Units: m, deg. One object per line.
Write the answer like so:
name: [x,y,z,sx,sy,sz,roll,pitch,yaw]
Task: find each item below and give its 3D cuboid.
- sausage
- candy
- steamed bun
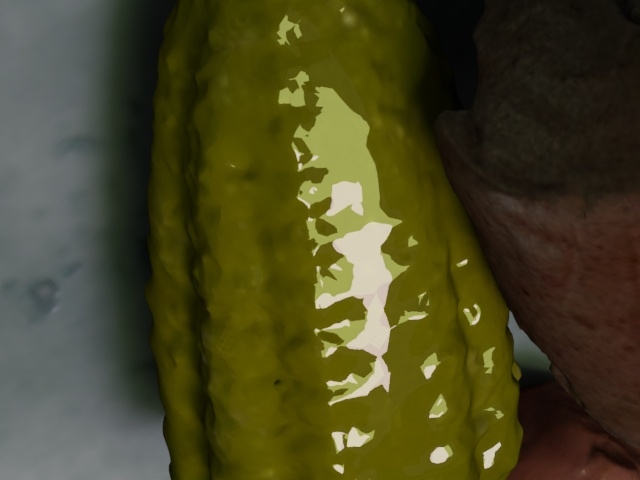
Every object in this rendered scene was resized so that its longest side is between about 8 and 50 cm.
sausage: [0.055,0.121,0.628,0.062,0.062,0.154,17,116,-39]
candy: [0.000,0.000,0.479,0.106,0.094,0.199,-16,127,-11]
steamed bun: [0.100,-0.041,0.471,0.175,0.106,0.145,-62,149,-25]
